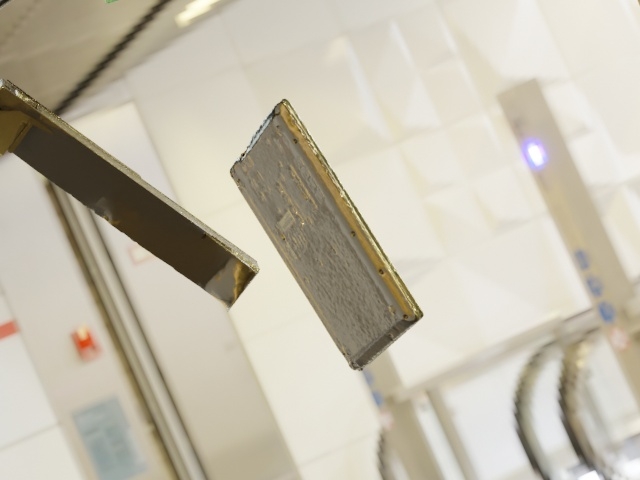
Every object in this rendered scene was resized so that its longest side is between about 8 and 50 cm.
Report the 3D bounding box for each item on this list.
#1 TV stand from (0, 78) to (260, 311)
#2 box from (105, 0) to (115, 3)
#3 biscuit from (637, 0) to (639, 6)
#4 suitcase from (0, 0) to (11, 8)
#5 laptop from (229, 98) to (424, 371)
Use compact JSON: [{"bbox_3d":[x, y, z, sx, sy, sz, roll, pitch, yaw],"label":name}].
[{"bbox_3d":[-0.164,-0.034,1.310,0.049,0.256,0.040,-52,16,5],"label":"TV stand"},{"bbox_3d":[-0.158,-0.364,1.774,0.226,0.161,0.042,-13,17,20],"label":"box"},{"bbox_3d":[0.203,-0.079,0.832,0.030,0.153,0.234,-26,-37,15],"label":"biscuit"},{"bbox_3d":[-0.245,-0.304,1.359,0.345,0.188,0.339,-25,22,34],"label":"suitcase"},{"bbox_3d":[0.000,0.000,1.147,0.016,0.180,0.129,-29,-9,-26],"label":"laptop"}]
